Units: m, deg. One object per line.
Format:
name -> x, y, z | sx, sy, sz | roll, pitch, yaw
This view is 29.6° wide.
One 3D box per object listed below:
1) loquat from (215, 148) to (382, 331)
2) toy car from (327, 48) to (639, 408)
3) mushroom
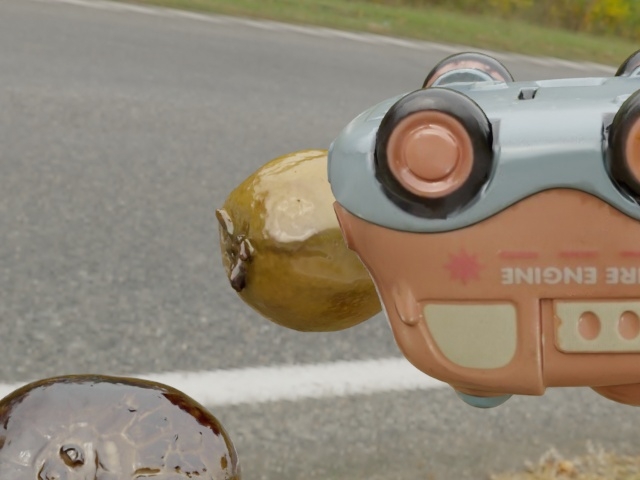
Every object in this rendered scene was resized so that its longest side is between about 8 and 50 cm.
loquat -> 0.000, 0.000, 1.383 | 0.238, 0.238, 0.193 | 2, 61, -31
toy car -> 0.142, -0.001, 0.731 | 0.270, 0.212, 0.180 | 0, 16, 14
mushroom -> -0.227, 0.245, 1.221 | 0.297, 0.163, 0.278 | -3, 49, 6
